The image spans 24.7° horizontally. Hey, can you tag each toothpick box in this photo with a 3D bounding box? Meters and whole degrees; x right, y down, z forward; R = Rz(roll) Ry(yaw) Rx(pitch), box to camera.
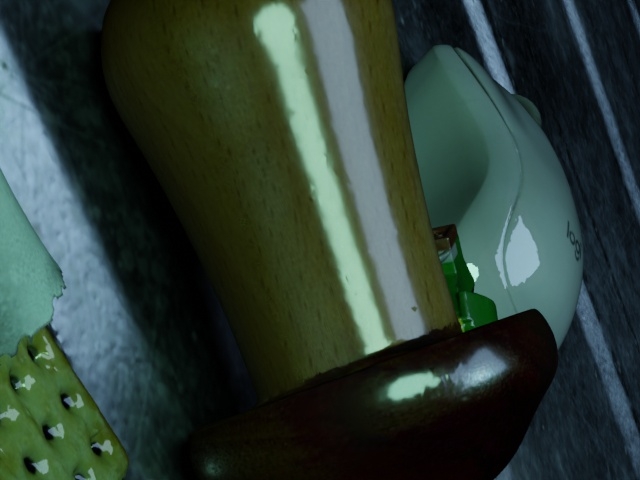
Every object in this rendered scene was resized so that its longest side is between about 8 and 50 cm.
[{"bbox_3d":[0.000,0.000,0.741,0.192,0.192,0.294,-8,78,-66],"label":"toothpick box"}]

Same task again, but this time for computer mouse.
[{"bbox_3d":[0.138,-0.026,1.134,0.184,0.121,0.297,52,34,-39],"label":"computer mouse"}]

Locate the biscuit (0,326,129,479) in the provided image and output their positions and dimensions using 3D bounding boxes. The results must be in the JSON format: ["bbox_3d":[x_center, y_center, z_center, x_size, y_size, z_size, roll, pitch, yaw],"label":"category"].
[{"bbox_3d":[-0.142,0.115,0.565,0.139,0.016,0.231,62,26,-24],"label":"biscuit"}]

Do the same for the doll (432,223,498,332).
[{"bbox_3d":[0.064,0.080,0.924,0.134,0.106,0.186,44,37,-68],"label":"doll"}]

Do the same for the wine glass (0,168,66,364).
[{"bbox_3d":[-0.177,-0.048,0.484,0.222,0.103,0.103,61,28,-29],"label":"wine glass"}]
